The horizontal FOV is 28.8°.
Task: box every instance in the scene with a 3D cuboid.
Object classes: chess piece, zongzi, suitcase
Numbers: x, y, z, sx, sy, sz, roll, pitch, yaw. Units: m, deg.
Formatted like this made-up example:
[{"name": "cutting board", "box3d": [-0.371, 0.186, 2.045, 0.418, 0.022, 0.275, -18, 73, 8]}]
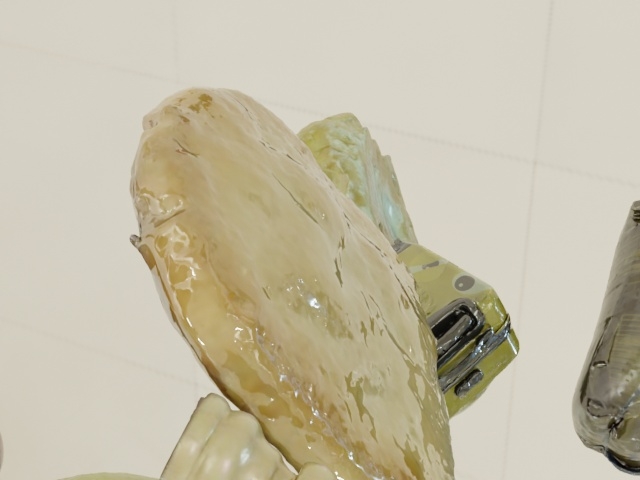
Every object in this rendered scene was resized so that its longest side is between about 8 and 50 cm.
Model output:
[{"name": "chess piece", "box3d": [-0.026, 0.186, 0.880, 0.170, 0.094, 0.094, 27, 128, 7]}, {"name": "zongzi", "box3d": [0.584, 0.164, 1.695, 0.432, 0.403, 0.208, 17, 150, 15]}, {"name": "suitcase", "box3d": [0.114, 0.122, 1.514, 0.235, 0.194, 0.143, 33, 157, 53]}]

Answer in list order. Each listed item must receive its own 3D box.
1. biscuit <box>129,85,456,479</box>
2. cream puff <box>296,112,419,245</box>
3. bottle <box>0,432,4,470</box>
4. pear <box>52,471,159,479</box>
[{"name": "biscuit", "box3d": [-0.009, 0.043, 1.156, 0.104, 0.429, 0.446, -29, 115, 21]}, {"name": "cream puff", "box3d": [0.000, 0.000, 2.026, 0.275, 0.378, 0.378, -15, 109, 16]}, {"name": "bottle", "box3d": [-0.435, 0.254, 1.406, 0.144, 0.144, 0.336, 42, 146, 4]}, {"name": "pear", "box3d": [-0.214, 0.397, 1.202, 0.391, 0.391, 0.391, 15, 123, 24]}]
